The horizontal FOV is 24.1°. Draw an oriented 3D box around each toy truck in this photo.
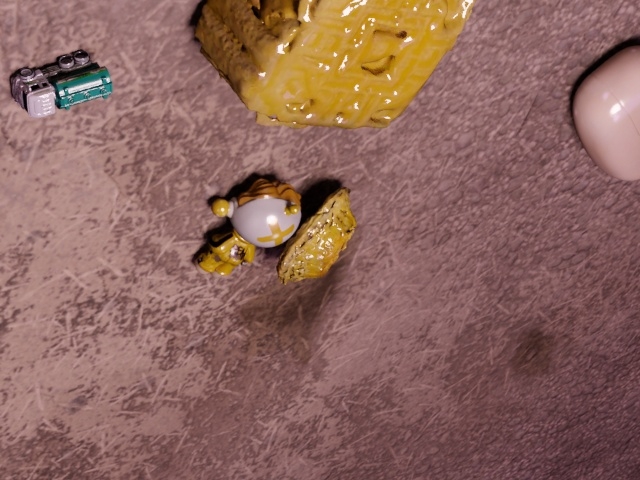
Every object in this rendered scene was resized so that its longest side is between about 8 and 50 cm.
[{"bbox_3d":[-0.231,-0.137,1.344,0.083,0.044,0.039,-20,139,-24],"label":"toy truck"}]

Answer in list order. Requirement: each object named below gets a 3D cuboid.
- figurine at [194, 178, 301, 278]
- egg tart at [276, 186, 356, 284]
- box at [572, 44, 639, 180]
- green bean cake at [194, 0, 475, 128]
[{"bbox_3d":[-0.082,-0.011,1.612,0.143,0.068,0.101,-26,145,11],"label":"figurine"},{"bbox_3d":[0.000,0.000,1.664,0.130,0.052,0.130,-52,173,-9],"label":"egg tart"},{"bbox_3d":[0.383,-0.153,1.832,0.146,0.088,0.200,-39,145,4],"label":"box"},{"bbox_3d":[0.025,-0.217,1.400,0.229,0.131,0.224,1,132,-41],"label":"green bean cake"}]
